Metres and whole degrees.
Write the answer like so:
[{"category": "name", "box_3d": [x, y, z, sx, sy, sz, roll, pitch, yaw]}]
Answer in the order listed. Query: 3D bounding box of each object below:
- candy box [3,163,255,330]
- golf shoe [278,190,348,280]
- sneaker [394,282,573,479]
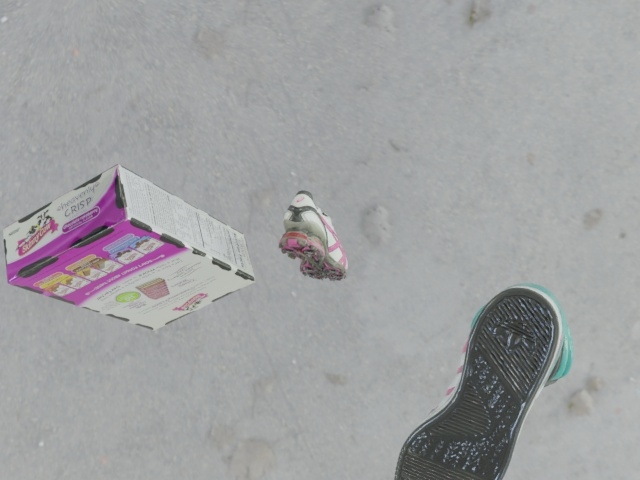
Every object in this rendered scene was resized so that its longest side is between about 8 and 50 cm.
[{"category": "candy box", "box_3d": [-0.201, 0.018, 0.877, 0.159, 0.071, 0.233, -25, 152, 18]}, {"category": "golf shoe", "box_3d": [0.000, 0.000, 1.062, 0.067, 0.186, 0.086, 4, 71, 15]}, {"category": "sneaker", "box_3d": [0.189, 0.172, 0.893, 0.123, 0.178, 0.296, 32, 108, 20]}]
